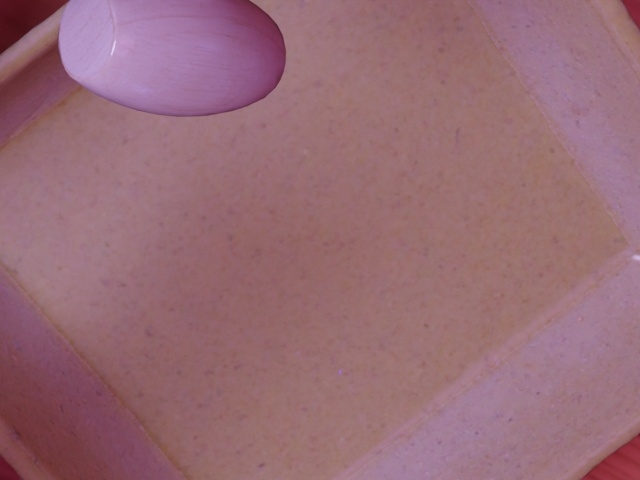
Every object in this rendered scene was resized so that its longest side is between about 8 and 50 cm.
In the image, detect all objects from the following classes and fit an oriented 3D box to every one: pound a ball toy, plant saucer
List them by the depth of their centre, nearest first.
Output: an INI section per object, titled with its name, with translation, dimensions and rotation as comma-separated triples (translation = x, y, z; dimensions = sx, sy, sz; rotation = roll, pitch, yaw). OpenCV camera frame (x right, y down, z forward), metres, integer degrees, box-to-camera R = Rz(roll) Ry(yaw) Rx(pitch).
[pound a ball toy]
translation = -0.016, -0.213, 0.607
dimensions = 0.135, 0.208, 0.319
rotation = 16, 106, -50
[plant saucer]
translation = 0.000, 0.000, 0.783
dimensions = 0.332, 0.081, 0.333
rotation = -38, 114, -2
